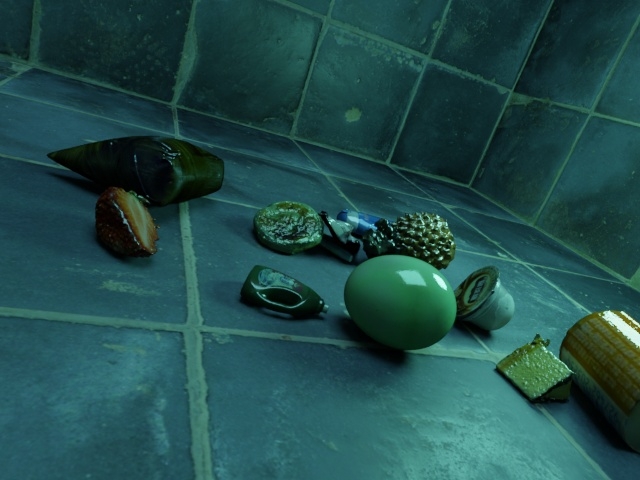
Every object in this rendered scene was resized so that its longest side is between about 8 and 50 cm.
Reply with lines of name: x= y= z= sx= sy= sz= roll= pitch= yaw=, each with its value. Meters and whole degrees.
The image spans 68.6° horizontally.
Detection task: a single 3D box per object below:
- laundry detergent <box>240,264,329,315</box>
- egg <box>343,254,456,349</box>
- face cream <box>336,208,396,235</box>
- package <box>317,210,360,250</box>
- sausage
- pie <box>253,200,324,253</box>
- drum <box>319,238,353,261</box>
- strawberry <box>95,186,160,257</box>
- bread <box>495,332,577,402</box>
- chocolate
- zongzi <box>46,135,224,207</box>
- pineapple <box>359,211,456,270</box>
laundry detergent: x=-0.081 y=0.136 z=1.139 sx=0.210 sy=0.063 sz=0.137 roll=22 pitch=22 yaw=1
egg: x=0.188 y=0.145 z=1.125 sx=0.269 sy=0.221 sz=0.220 roll=20 pitch=20 yaw=6
face cream: x=0.188 y=-0.057 z=1.843 sx=0.263 sy=0.083 sz=0.149 roll=15 pitch=20 yaw=-13
package: x=0.064 y=-0.030 z=1.584 sx=0.194 sy=0.071 sz=0.269 roll=48 pitch=-4 yaw=0
sausage: x=0.763 y=0.339 z=1.152 sx=0.232 sy=0.233 sz=0.287 roll=16 pitch=19 yaw=-9
pie: x=-0.101 y=-0.047 z=1.509 sx=0.240 sy=0.054 sz=0.241 roll=5 pitch=41 yaw=-4
drum: x=-0.015 y=0.000 z=1.560 sx=0.130 sy=0.049 sz=0.253 roll=-1 pitch=28 yaw=-44
strawberry: x=-0.492 y=-0.036 z=1.162 sx=0.175 sy=0.106 sz=0.236 roll=52 pitch=7 yaw=-27
bread: x=0.540 y=0.339 z=1.184 sx=0.152 sy=0.127 sz=0.147 roll=-21 pitch=34 yaw=-9
chocolate: x=0.490 y=0.196 z=1.401 sx=0.147 sy=0.221 sz=0.221 roll=46 pitch=18 yaw=-9
zongzi: x=-0.565 y=-0.241 z=1.514 sx=0.431 sy=0.208 sz=0.403 roll=12 pitch=13 yaw=14
pineapple: x=0.268 y=0.014 z=1.593 sx=0.357 sy=0.223 sz=0.223 roll=-3 pitch=29 yaw=-28
